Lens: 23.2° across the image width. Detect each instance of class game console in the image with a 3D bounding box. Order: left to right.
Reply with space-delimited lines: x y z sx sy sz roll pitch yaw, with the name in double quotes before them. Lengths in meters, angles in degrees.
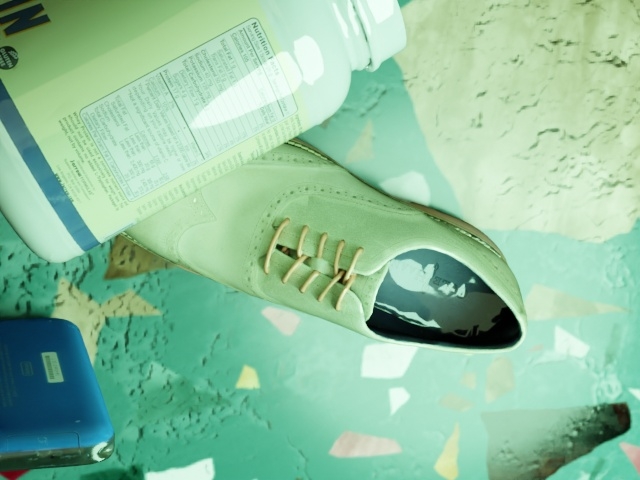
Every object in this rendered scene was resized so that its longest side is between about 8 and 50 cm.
"game console" -0.301 0.185 1.219 0.250 0.293 0.173 -2 106 -14

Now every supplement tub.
"supplement tub" -0.123 -0.155 1.185 0.325 0.235 0.235 -29 109 -4

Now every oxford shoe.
"oxford shoe" 0.000 0.000 1.323 0.397 0.146 0.140 15 102 -14
